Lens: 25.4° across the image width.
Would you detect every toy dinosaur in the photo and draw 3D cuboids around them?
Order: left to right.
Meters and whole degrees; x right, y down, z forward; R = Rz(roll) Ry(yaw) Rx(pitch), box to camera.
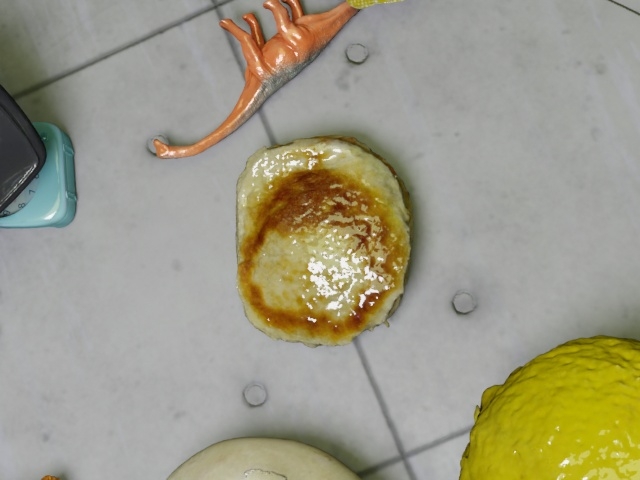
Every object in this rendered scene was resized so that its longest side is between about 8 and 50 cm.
[{"bbox_3d":[-0.059,-0.183,1.420,0.280,0.055,0.101,-32,82,3],"label":"toy dinosaur"}]

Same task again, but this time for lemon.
[{"bbox_3d":[0.262,0.225,1.186,0.322,0.268,0.268,36,87,15],"label":"lemon"}]

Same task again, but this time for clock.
[{"bbox_3d":[-0.325,-0.060,1.448,0.147,0.045,0.108,-7,78,9],"label":"clock"}]

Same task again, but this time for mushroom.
[{"bbox_3d":[-0.055,0.291,1.261,0.246,0.202,0.246,-5,72,17],"label":"mushroom"}]

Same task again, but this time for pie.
[{"bbox_3d":[0.000,0.000,1.361,0.179,0.084,0.205,-1,83,9],"label":"pie"}]

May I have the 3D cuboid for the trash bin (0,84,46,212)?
[{"bbox_3d":[-0.418,-0.122,1.375,0.209,0.182,0.290,-43,51,-14],"label":"trash bin"}]

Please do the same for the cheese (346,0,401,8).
[{"bbox_3d":[0.044,-0.353,1.426,0.177,0.069,0.270,-10,69,3],"label":"cheese"}]

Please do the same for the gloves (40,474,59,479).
[{"bbox_3d":[-0.264,0.313,1.312,0.140,0.219,0.131,36,119,36],"label":"gloves"}]
